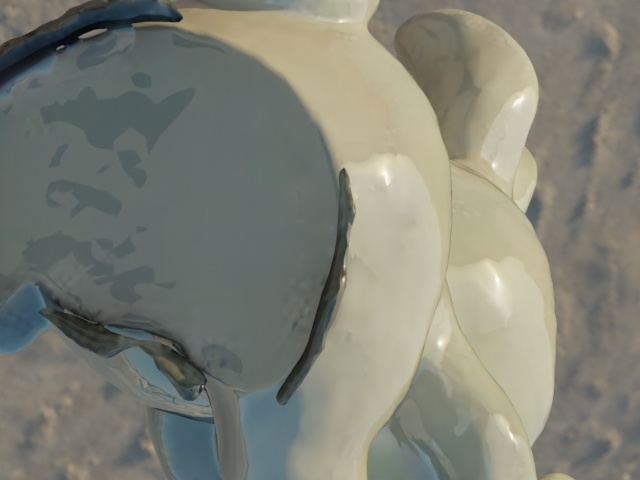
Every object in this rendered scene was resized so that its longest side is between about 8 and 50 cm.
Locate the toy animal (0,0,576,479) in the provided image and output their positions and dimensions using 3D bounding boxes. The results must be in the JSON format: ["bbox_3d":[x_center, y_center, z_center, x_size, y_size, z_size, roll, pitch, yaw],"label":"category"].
[{"bbox_3d":[-0.002,0.007,0.672,0.183,0.247,0.310,-13,169,24],"label":"toy animal"}]
